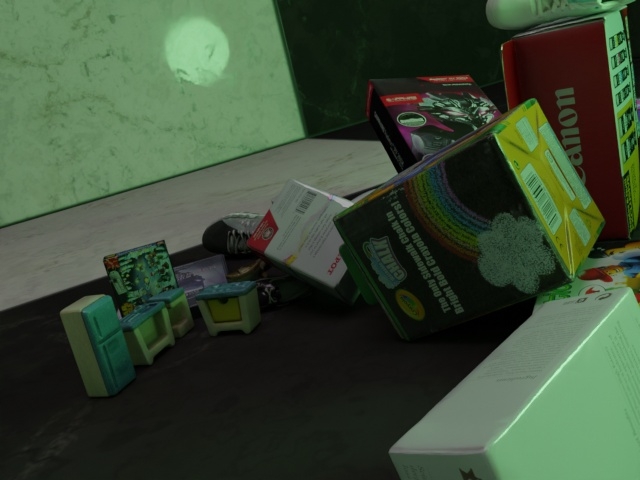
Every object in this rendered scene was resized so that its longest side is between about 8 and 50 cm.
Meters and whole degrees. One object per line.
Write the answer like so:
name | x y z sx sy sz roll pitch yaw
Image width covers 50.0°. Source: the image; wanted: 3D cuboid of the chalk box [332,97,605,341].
chalk box | 0.153 -0.011 0.828 0.289 0.180 0.179 -27 5 39

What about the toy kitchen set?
toy kitchen set | -0.201 0.102 0.919 0.166 0.122 0.207 -7 17 23

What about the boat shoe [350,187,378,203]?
boat shoe | 0.169 -0.038 1.099 0.335 0.121 0.119 -18 11 -22

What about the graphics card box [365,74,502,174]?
graphics card box | 0.245 -0.205 1.350 0.232 0.094 0.371 -4 40 -11

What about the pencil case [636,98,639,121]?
pencil case | 0.691 -0.268 1.517 0.104 0.104 0.236 -11 14 12

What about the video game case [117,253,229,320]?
video game case | -0.253 0.090 1.201 0.196 0.026 0.274 -16 16 -8

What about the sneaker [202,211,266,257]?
sneaker | -0.138 -0.003 1.325 0.228 0.086 0.132 -9 18 14

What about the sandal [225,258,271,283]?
sandal | -0.112 0.062 1.114 0.072 0.049 0.180 -25 1 2

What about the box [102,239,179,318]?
box | -0.262 0.077 1.037 0.094 0.137 0.027 -17 15 -8

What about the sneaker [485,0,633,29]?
sneaker | 0.335 -0.333 0.930 0.212 0.080 0.094 -13 27 -2

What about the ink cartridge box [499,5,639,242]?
ink cartridge box | 0.377 -0.160 0.996 0.130 0.309 0.272 -4 19 33

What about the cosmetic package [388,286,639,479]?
cosmetic package | 0.160 0.132 0.474 0.231 0.117 0.085 -26 4 -41

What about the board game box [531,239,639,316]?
board game box | 0.321 0.071 0.696 0.193 0.053 0.305 -8 16 25

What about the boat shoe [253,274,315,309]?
boat shoe | -0.066 0.079 1.038 0.125 0.046 0.038 -11 8 -24

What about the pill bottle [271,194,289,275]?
pill bottle | -0.035 -0.011 1.153 0.078 0.137 0.078 -13 15 3

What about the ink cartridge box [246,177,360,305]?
ink cartridge box | 0.000 0.000 1.003 0.175 0.072 0.127 25 75 34
